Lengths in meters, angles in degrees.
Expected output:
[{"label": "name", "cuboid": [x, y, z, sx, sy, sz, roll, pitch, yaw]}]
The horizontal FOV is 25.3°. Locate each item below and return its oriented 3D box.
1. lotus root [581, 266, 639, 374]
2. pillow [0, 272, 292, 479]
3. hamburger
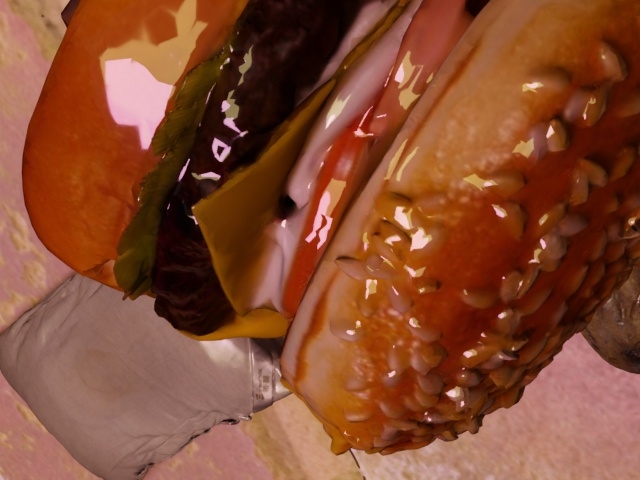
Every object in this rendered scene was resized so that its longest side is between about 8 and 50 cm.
[{"label": "lotus root", "cuboid": [0.155, 0.034, 0.718, 0.054, 0.049, 0.099, -16, 119, 35]}, {"label": "pillow", "cuboid": [-0.121, 0.079, 0.915, 0.148, 0.050, 0.229, 52, 132, -2]}, {"label": "hamburger", "cuboid": [0.039, -0.057, 0.575, 0.225, 0.291, 0.291, 35, 133, 12]}]
